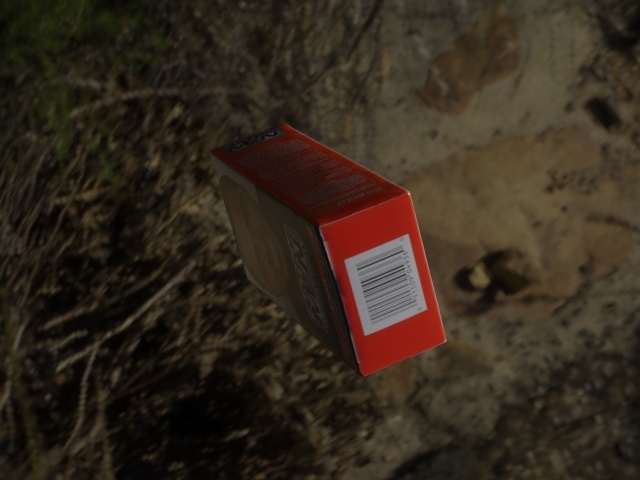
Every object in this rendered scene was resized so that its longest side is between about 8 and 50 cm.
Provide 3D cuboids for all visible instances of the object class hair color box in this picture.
[{"bbox_3d":[0.000,0.000,0.672,0.043,0.141,0.072,-21,111,-15],"label":"hair color box"}]
